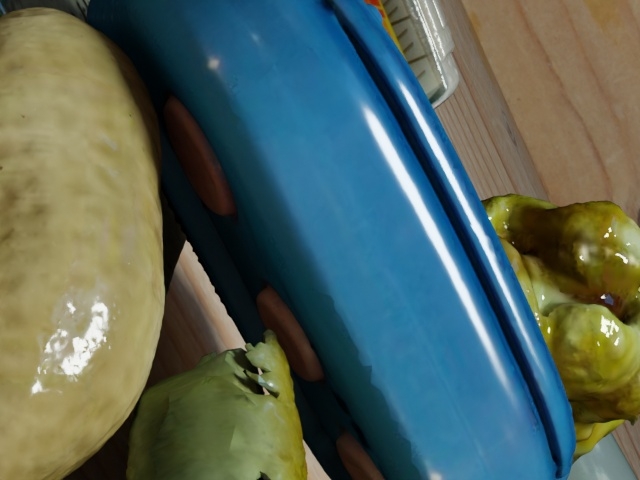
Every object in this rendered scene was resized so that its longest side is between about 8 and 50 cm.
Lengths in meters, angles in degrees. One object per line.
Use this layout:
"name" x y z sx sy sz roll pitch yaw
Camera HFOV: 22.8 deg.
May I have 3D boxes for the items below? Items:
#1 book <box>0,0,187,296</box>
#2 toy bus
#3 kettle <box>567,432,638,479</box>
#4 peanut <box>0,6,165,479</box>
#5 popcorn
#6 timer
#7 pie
"book" -0.165 -0.167 0.957 0.264 0.031 0.379 -76 142 -66
"toy bus" 0.041 -0.230 1.420 0.092 0.106 0.268 -51 121 -68
"kettle" 0.233 0.261 1.588 0.210 0.160 0.243 13 44 -37
"peanut" -0.134 0.010 0.672 0.122 0.137 0.253 108 -22 -53
"popcorn" 0.171 0.081 1.337 0.225 0.276 0.276 46 13 9
"timer" 0.000 0.000 0.832 0.340 0.115 0.309 62 -11 -14
"pie" -0.023 0.206 0.759 0.371 0.078 0.296 73 10 -71
